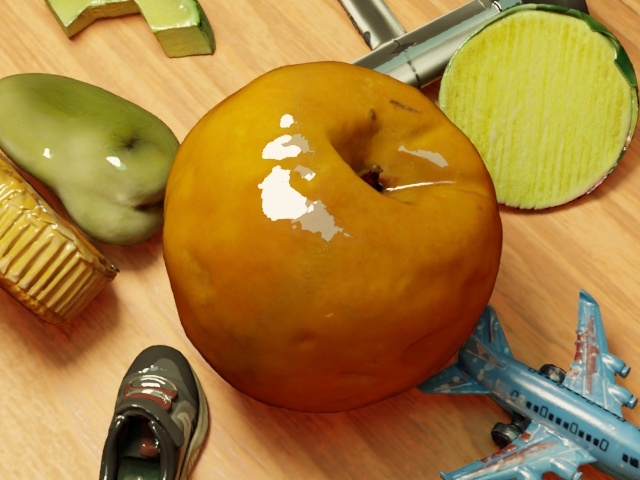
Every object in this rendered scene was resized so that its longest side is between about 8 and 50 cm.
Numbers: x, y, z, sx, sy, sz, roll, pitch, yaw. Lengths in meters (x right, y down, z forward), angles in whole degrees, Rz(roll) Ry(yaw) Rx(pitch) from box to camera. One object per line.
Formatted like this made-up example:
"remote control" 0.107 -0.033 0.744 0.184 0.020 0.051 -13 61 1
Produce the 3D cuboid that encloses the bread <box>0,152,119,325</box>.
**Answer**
"bread" -0.310 0.001 1.572 0.199 0.199 0.104 42 85 21

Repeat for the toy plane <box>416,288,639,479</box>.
"toy plane" 0.239 0.175 1.514 0.271 0.105 0.254 35 67 17

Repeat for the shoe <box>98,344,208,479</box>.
"shoe" -0.170 0.197 1.502 0.099 0.112 0.227 4 62 4

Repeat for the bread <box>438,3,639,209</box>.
"bread" 0.240 -0.149 1.678 0.229 0.033 0.228 -1 99 -6

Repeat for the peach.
"peach" 0.000 0.000 1.507 0.343 0.301 0.342 13 53 -18

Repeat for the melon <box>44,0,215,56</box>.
"melon" -0.230 -0.279 1.805 0.210 0.064 0.118 -1 65 3

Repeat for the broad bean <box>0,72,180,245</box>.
"broad bean" -0.254 -0.110 1.664 0.263 0.121 0.189 42 37 22

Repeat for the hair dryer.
"hair dryer" 0.113 -0.300 1.766 0.320 0.155 0.284 -19 72 -1
